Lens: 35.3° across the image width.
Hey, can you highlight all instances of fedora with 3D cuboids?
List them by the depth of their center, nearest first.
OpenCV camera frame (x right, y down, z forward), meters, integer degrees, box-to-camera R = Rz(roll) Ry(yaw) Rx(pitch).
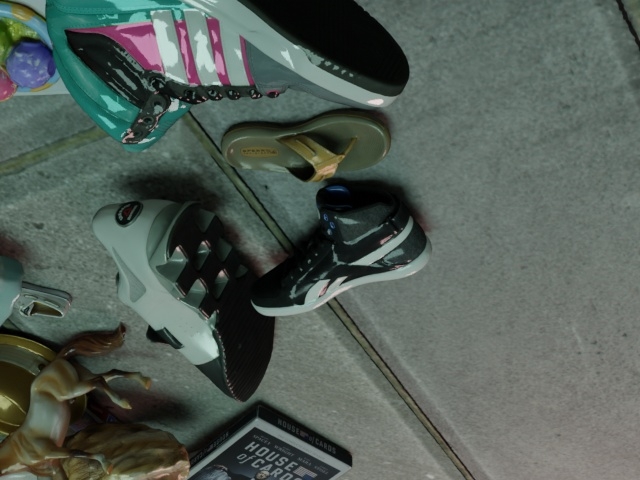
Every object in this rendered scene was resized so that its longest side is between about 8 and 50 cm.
[{"bbox_3d":[-0.421,0.214,1.386,0.194,0.079,0.194,7,131,8],"label":"fedora"}]

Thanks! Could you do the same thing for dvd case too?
[{"bbox_3d":[-0.097,0.344,1.476,0.179,0.030,0.238,33,124,-26],"label":"dvd case"}]

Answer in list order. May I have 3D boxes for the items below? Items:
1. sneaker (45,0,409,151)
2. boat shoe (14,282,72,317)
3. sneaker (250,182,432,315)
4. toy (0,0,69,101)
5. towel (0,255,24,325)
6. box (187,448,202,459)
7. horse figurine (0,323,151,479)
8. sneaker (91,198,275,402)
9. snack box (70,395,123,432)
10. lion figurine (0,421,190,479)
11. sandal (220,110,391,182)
[{"bbox_3d":[-0.092,-0.138,0.806,0.295,0.124,0.178,26,131,-4],"label":"sneaker"},{"bbox_3d":[-0.368,0.079,1.274,0.100,0.035,0.035,11,138,-1],"label":"boat shoe"},{"bbox_3d":[0.000,0.000,1.090,0.216,0.079,0.121,-20,127,19],"label":"sneaker"},{"bbox_3d":[-0.324,-0.175,0.971,0.237,0.056,0.137,3,145,12],"label":"toy"},{"bbox_3d":[-0.583,0.095,1.219,0.320,0.090,0.374,14,142,-38],"label":"towel"},{"bbox_3d":[-0.185,0.404,1.586,0.145,0.038,0.186,-20,128,29],"label":"box"},{"bbox_3d":[-0.330,0.229,1.304,0.174,0.263,0.066,14,163,13],"label":"horse figurine"},{"bbox_3d":[-0.156,0.064,1.173,0.146,0.122,0.331,10,142,28],"label":"sneaker"},{"bbox_3d":[-0.314,0.294,1.505,0.064,0.022,0.178,-17,131,30],"label":"snack box"},{"bbox_3d":[-0.364,0.345,1.462,0.240,0.142,0.392,-7,172,-34],"label":"lion figurine"},{"bbox_3d":[-0.017,-0.087,1.011,0.180,0.049,0.072,-2,136,14],"label":"sandal"}]
